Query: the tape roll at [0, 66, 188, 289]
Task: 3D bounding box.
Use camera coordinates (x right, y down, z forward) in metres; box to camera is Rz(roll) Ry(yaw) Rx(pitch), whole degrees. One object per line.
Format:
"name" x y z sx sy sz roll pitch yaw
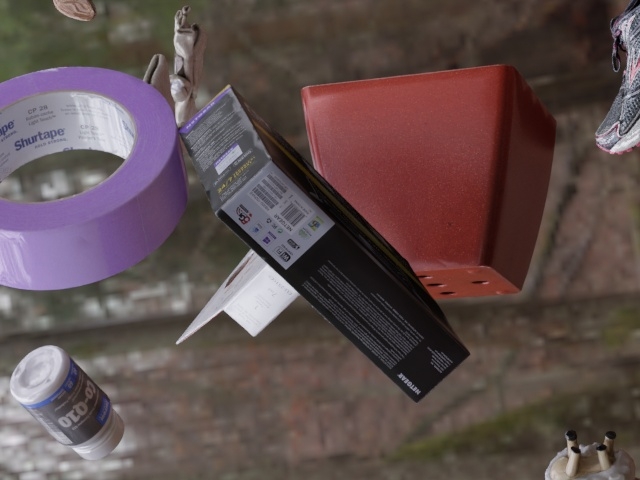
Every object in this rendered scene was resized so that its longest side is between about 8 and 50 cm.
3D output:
"tape roll" -0.286 -0.072 2.028 0.275 0.275 0.090 -88 -7 -47

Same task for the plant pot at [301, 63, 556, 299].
"plant pot" 0.143 -0.056 2.302 0.267 0.267 0.235 32 -125 -67

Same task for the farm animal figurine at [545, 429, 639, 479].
"farm animal figurine" 0.450 0.361 2.175 0.330 0.327 0.172 -100 1 -51

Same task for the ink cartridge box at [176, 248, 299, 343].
"ink cartridge box" -0.046 0.019 2.548 0.066 0.261 0.296 42 -133 -6

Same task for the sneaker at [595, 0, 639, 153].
"sneaker" 0.438 -0.257 2.509 0.121 0.112 0.299 -84 13 -65

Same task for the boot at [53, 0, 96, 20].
"boot" -0.314 -0.316 2.342 0.118 0.042 0.087 41 -165 11

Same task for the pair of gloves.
"pair of gloves" -0.181 -0.173 2.383 0.240 0.042 0.204 -74 -12 -56

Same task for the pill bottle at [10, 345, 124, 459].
"pill bottle" -0.287 0.189 2.126 0.137 0.078 0.078 53 -153 -40

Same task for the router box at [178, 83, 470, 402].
"router box" 0.000 0.000 1.911 0.309 0.081 0.243 44 -173 -24
